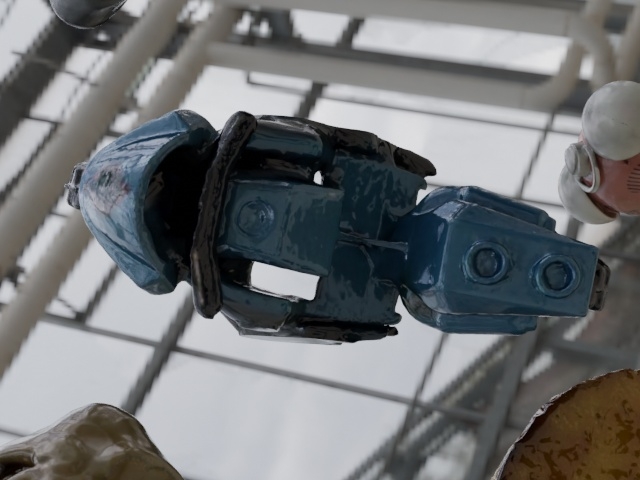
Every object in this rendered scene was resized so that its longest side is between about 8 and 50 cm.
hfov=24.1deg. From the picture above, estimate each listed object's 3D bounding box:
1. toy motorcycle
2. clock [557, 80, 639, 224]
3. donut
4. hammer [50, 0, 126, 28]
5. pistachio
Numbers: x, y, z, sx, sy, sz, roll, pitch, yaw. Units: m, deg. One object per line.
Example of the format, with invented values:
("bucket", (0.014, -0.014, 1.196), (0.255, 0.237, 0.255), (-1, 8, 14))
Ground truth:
("toy motorcycle", (0.000, 0.000, 1.074), (0.232, 0.416, 0.172), (16, -93, -82))
("clock", (0.291, -0.071, 1.288), (0.166, 0.162, 0.092), (97, 166, -59))
("donut", (0.237, 0.249, 1.129), (0.303, 0.303, 0.110), (-68, 9, -25))
("hammer", (0.022, -0.189, 0.484), (0.044, 0.427, 0.152), (45, -140, -11))
("pistachio", (-0.121, 0.143, 0.700), (0.113, 0.113, 0.149), (-50, -8, -50))
